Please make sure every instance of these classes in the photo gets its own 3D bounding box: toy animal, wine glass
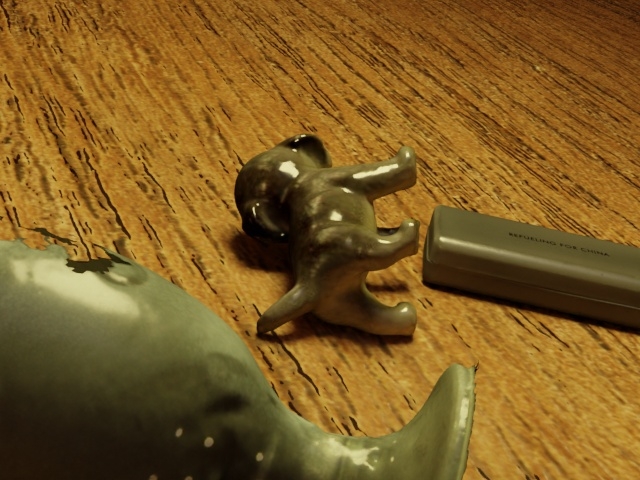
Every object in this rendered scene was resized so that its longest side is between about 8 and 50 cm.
[{"bbox_3d":[0.013,-0.007,1.038,0.169,0.121,0.233,-8,36,-5],"label":"toy animal"},{"bbox_3d":[-0.094,0.106,0.650,0.357,0.190,0.190,18,24,1],"label":"wine glass"}]

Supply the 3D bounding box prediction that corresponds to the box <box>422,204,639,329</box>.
[{"bbox_3d":[0.224,0.027,1.128,0.244,0.055,0.103,13,24,0],"label":"box"}]
